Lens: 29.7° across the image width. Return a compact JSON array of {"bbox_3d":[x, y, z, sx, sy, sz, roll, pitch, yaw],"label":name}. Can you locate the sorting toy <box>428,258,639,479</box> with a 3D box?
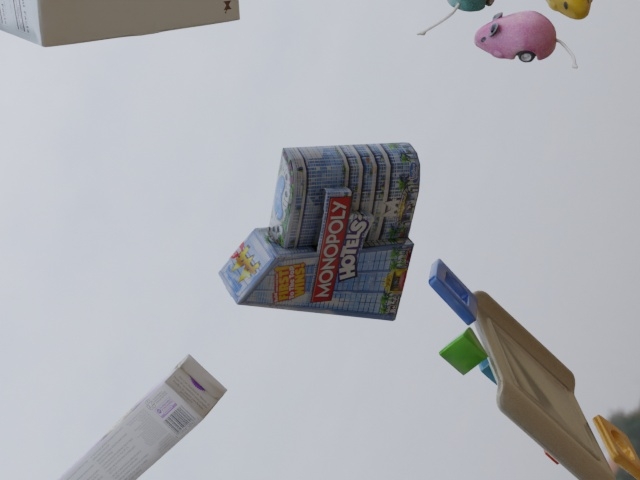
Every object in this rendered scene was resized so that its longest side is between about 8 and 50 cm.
[{"bbox_3d":[0.219,0.163,1.254,0.047,0.348,0.196,-41,23,19],"label":"sorting toy"}]

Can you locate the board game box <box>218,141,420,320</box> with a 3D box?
[{"bbox_3d":[0.000,0.000,1.239,0.194,0.060,0.194,-6,-55,-26],"label":"board game box"}]

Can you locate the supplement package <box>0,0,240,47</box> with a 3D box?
[{"bbox_3d":[-0.207,-0.271,1.076,0.194,0.203,0.149,-15,-65,-32],"label":"supplement package"}]

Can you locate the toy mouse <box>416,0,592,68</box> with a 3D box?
[{"bbox_3d":[0.144,-0.187,0.940,0.031,0.143,0.161,80,178,-52],"label":"toy mouse"}]

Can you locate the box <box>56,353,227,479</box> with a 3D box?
[{"bbox_3d":[-0.232,0.250,1.416,0.324,0.067,0.063,-45,2,34],"label":"box"}]
